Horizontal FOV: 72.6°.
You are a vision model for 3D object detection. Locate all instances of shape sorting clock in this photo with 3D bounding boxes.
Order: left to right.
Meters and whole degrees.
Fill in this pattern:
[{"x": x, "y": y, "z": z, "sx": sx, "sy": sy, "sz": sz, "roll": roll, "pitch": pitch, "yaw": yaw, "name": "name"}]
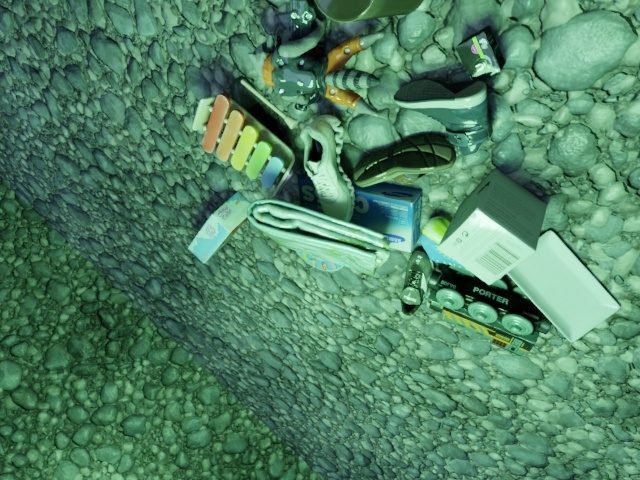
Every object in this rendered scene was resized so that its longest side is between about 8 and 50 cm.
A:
[{"x": -0.007, "y": 0.025, "z": 1.445, "sx": 0.206, "sy": 0.040, "sz": 0.206, "roll": 19, "pitch": 134, "yaw": 22, "name": "shape sorting clock"}]

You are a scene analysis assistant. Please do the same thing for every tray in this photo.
[{"x": 0.587, "y": 0.112, "z": 1.071, "sx": 0.145, "sy": 0.030, "sz": 0.270, "roll": -43, "pitch": 97, "yaw": 15, "name": "tray"}]

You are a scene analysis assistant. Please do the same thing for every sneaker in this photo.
[{"x": 0.011, "y": -0.168, "z": 1.126, "sx": 0.110, "sy": 0.118, "sz": 0.292, "roll": -2, "pitch": 112, "yaw": 30, "name": "sneaker"}, {"x": 0.279, "y": 0.135, "z": 1.286, "sx": 0.078, "sy": 0.106, "sz": 0.234, "roll": 18, "pitch": 133, "yaw": 21, "name": "sneaker"}, {"x": 0.272, "y": -0.268, "z": 0.966, "sx": 0.226, "sy": 0.086, "sz": 0.163, "roll": 26, "pitch": 160, "yaw": 45, "name": "sneaker"}, {"x": 0.369, "y": 0.030, "z": 1.167, "sx": 0.240, "sy": 0.091, "sz": 0.126, "roll": 38, "pitch": 156, "yaw": 2, "name": "sneaker"}]

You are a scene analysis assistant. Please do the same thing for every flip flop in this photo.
[{"x": 0.207, "y": -0.182, "z": 1.084, "sx": 0.277, "sy": 0.112, "sz": 0.080, "roll": -12, "pitch": 143, "yaw": 39, "name": "flip flop"}]

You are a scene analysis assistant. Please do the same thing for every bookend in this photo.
[{"x": -0.205, "y": -0.296, "z": 1.290, "sx": 0.157, "sy": 0.072, "sz": 0.156, "roll": -16, "pitch": 115, "yaw": 43, "name": "bookend"}]

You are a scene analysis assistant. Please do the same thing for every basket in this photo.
[{"x": 0.088, "y": -0.496, "z": 0.800, "sx": 0.154, "sy": 0.227, "sz": 0.204, "roll": -13, "pitch": 116, "yaw": 41, "name": "basket"}]

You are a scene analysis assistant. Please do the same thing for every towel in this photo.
[{"x": 0.000, "y": 0.000, "z": 1.217, "sx": 0.374, "sy": 0.090, "sz": 0.320, "roll": 19, "pitch": 170, "yaw": 6, "name": "towel"}]

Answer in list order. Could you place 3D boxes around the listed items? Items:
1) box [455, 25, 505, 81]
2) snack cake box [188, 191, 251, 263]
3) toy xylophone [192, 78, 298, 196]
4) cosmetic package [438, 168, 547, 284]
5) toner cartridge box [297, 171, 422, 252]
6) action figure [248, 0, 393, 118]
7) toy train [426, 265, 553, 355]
[{"x": 0.320, "y": -0.370, "z": 0.871, "sx": 0.062, "sy": 0.052, "sz": 0.083, "roll": -18, "pitch": 115, "yaw": 42, "name": "box"}, {"x": -0.356, "y": -0.041, "z": 1.554, "sx": 0.089, "sy": 0.152, "sz": 0.264, "roll": 45, "pitch": 137, "yaw": -5, "name": "snack cake box"}, {"x": -0.192, "y": -0.282, "z": 1.177, "sx": 0.322, "sy": 0.081, "sz": 0.236, "roll": 35, "pitch": 137, "yaw": 6, "name": "toy xylophone"}, {"x": 0.397, "y": -0.033, "z": 1.003, "sx": 0.151, "sy": 0.184, "sz": 0.151, "roll": 37, "pitch": 138, "yaw": 3, "name": "cosmetic package"}, {"x": 0.107, "y": -0.090, "z": 1.241, "sx": 0.348, "sy": 0.075, "sz": 0.165, "roll": 14, "pitch": 132, "yaw": 26, "name": "toner cartridge box"}, {"x": -0.009, "y": -0.422, "z": 0.976, "sx": 0.330, "sy": 0.178, "sz": 0.341, "roll": 8, "pitch": 133, "yaw": 17, "name": "action figure"}, {"x": 0.448, "y": 0.190, "z": 1.200, "sx": 0.334, "sy": 0.142, "sz": 0.190, "roll": 21, "pitch": 144, "yaw": 20, "name": "toy train"}]
